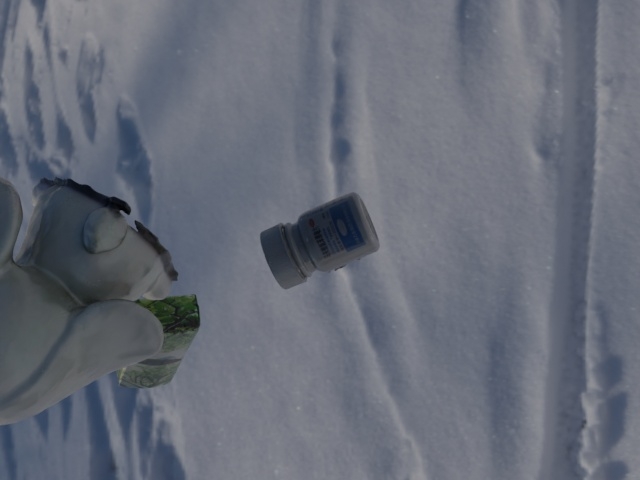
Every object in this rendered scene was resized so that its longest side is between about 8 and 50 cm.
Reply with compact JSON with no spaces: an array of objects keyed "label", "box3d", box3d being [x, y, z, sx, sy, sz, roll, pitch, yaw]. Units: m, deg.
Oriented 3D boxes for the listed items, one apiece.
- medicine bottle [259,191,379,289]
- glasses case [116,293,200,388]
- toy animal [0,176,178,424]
[{"label":"medicine bottle","box3d":[0.000,0.000,1.371,0.168,0.105,0.105,-24,60,9]},{"label":"glasses case","box3d":[-0.260,0.166,1.374,0.272,0.095,0.062,124,137,-58]},{"label":"toy animal","box3d":[-0.289,0.066,0.949,0.174,0.249,0.289,133,152,-69]}]
